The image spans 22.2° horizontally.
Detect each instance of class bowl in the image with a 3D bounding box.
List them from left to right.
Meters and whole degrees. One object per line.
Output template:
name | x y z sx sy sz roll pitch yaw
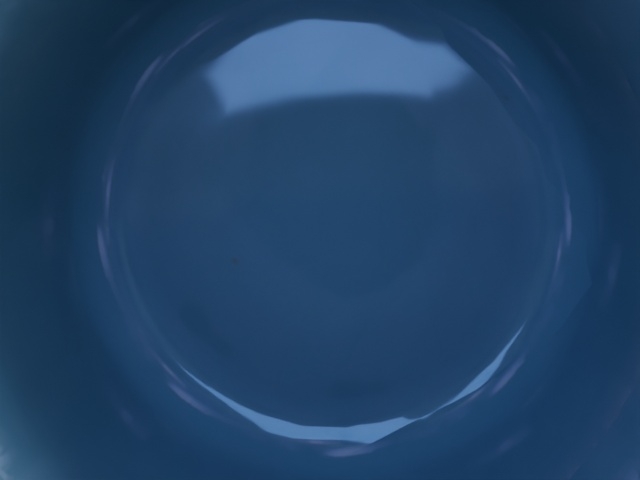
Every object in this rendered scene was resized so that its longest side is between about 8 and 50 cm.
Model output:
bowl | 0.000 0.000 0.575 0.311 0.163 0.312 1 100 3
